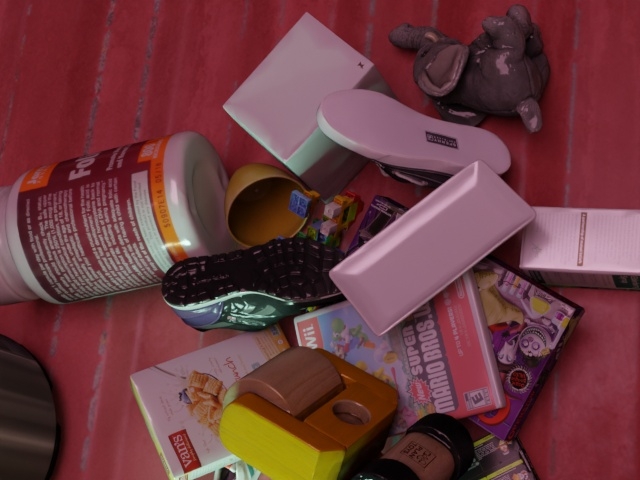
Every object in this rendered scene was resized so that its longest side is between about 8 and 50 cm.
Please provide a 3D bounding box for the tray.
[{"bbox_3d":[0.154,0.012,1.604,0.270,0.030,0.145,-37,47,-1],"label":"tray"}]

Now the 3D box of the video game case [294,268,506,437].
[{"bbox_3d":[0.105,0.167,1.641,0.285,0.025,0.204,-20,75,28],"label":"video game case"}]

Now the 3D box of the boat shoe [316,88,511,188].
[{"bbox_3d":[0.122,-0.130,1.683,0.102,0.301,0.108,131,142,-49],"label":"boat shoe"}]

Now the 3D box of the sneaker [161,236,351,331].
[{"bbox_3d":[-0.080,0.075,1.721,0.283,0.124,0.107,-4,55,14],"label":"sneaker"}]

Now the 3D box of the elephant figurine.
[{"bbox_3d":[0.212,-0.247,1.759,0.239,0.186,0.169,-12,113,28],"label":"elephant figurine"}]

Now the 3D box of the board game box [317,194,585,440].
[{"bbox_3d":[0.172,0.102,1.649,0.347,0.056,0.208,31,104,30],"label":"board game box"}]

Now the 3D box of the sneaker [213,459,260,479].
[{"bbox_3d":[-0.116,0.317,1.730,0.057,0.075,0.161,18,81,24],"label":"sneaker"}]

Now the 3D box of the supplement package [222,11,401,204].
[{"bbox_3d":[-0.002,-0.195,1.775,0.194,0.203,0.149,-48,65,1],"label":"supplement package"}]

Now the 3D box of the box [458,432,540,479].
[{"bbox_3d":[0.218,0.376,1.607,0.191,0.045,0.184,-30,63,10],"label":"box"}]

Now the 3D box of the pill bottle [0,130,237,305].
[{"bbox_3d":[-0.348,-0.024,1.839,0.392,0.224,0.224,-12,70,16],"label":"pill bottle"}]

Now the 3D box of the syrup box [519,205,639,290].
[{"bbox_3d":[0.404,0.013,1.620,0.237,0.093,0.096,4,75,21],"label":"syrup box"}]

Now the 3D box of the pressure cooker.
[{"bbox_3d":[-0.641,0.271,1.749,0.370,0.420,0.375,-11,71,16],"label":"pressure cooker"}]

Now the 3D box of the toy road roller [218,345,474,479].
[{"bbox_3d":[0.020,0.319,1.559,0.330,0.202,0.240,30,119,21],"label":"toy road roller"}]

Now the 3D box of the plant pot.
[{"bbox_3d":[-0.094,-0.068,1.823,0.134,0.134,0.095,-37,41,6],"label":"plant pot"}]

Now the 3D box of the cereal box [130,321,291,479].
[{"bbox_3d":[-0.138,0.236,1.719,0.240,0.047,0.173,-20,65,-20],"label":"cereal box"}]

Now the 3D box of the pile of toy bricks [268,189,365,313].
[{"bbox_3d":[0.000,0.000,1.769,0.118,0.105,0.212,32,127,27],"label":"pile of toy bricks"}]
